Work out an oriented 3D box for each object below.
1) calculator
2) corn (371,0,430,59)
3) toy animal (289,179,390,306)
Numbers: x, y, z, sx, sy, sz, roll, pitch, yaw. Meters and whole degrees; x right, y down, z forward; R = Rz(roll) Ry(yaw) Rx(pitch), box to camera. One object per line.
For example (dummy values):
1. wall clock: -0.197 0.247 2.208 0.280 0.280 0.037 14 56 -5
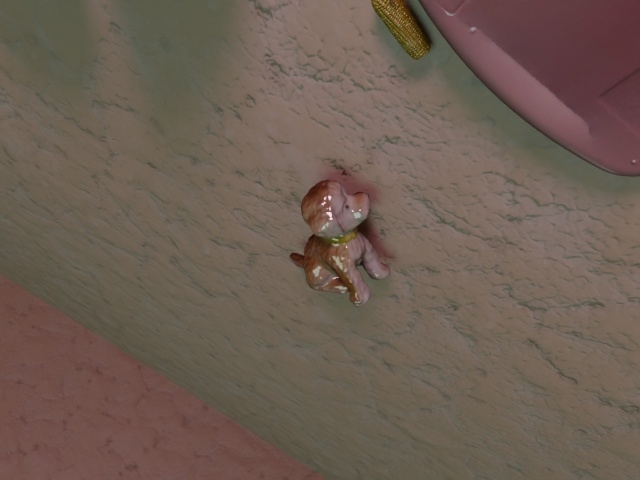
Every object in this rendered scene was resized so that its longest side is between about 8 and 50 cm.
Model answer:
1. calculator: 0.230 -0.175 0.352 0.329 0.048 0.220 36 142 -9
2. corn: 0.077 -0.213 0.437 0.083 0.027 0.028 45 155 -20
3. toy animal: -0.004 -0.011 0.676 0.183 0.104 0.185 14 145 35
